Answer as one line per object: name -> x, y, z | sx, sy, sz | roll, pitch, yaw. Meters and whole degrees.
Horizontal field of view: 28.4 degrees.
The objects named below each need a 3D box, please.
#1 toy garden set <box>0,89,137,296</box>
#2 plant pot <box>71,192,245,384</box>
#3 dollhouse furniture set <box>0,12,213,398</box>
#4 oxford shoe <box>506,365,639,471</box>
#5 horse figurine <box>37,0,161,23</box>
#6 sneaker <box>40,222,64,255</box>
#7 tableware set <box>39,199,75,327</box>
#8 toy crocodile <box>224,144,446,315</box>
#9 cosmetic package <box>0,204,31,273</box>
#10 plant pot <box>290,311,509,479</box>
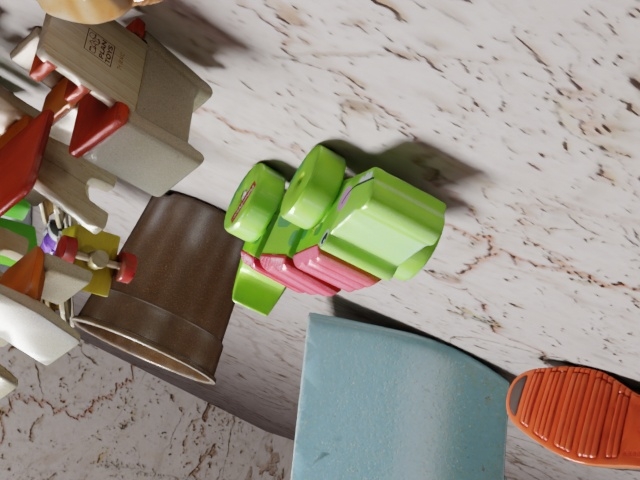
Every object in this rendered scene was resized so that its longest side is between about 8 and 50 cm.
toy garden set -> -0.279, -0.048, 1.131 | 0.203, 0.049, 0.244 | 17, -147, -31
plant pot -> -0.155, 0.046, 1.354 | 0.167, 0.165, 0.167 | 22, 166, 6
dollhouse furniture set -> -0.211, -0.057, 0.911 | 0.135, 0.262, 0.259 | 33, 130, -30
oxford shoe -> 0.320, 0.198, 1.295 | 0.271, 0.097, 0.098 | 14, 170, 35
horse figurine -> -0.167, -0.181, 0.687 | 0.263, 0.066, 0.174 | 22, 162, 17
sneaker -> -0.389, 0.021, 1.875 | 0.068, 0.071, 0.170 | 26, 166, -11
tableware set -> -0.292, -0.003, 1.350 | 0.039, 0.194, 0.128 | -4, 169, -7
toy crocodile -> 0.000, 0.000, 1.027 | 0.115, 0.105, 0.340 | 28, 166, -19
cosmetic package -> -0.532, -0.024, 1.742 | 0.230, 0.161, 0.453 | 25, 167, -9
plant pot -> 0.101, 0.240, 1.556 | 0.252, 0.247, 0.248 | 5, 165, 3
